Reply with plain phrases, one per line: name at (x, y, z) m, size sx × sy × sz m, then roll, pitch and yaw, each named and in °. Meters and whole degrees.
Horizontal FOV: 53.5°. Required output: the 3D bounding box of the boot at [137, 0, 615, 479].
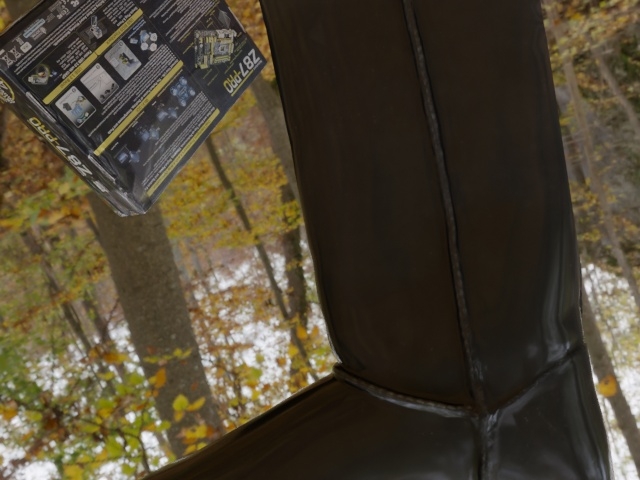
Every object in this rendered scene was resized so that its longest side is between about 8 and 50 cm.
boot at (0.002, 0.000, 0.459) m, size 0.366 × 0.445 × 0.146 m, roll -8°, pitch 177°, yaw 0°

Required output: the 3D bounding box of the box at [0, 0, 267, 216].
box at (-0.294, -0.287, 1.026) m, size 0.097 × 0.318 × 0.395 m, roll -3°, pitch -133°, yaw 46°
